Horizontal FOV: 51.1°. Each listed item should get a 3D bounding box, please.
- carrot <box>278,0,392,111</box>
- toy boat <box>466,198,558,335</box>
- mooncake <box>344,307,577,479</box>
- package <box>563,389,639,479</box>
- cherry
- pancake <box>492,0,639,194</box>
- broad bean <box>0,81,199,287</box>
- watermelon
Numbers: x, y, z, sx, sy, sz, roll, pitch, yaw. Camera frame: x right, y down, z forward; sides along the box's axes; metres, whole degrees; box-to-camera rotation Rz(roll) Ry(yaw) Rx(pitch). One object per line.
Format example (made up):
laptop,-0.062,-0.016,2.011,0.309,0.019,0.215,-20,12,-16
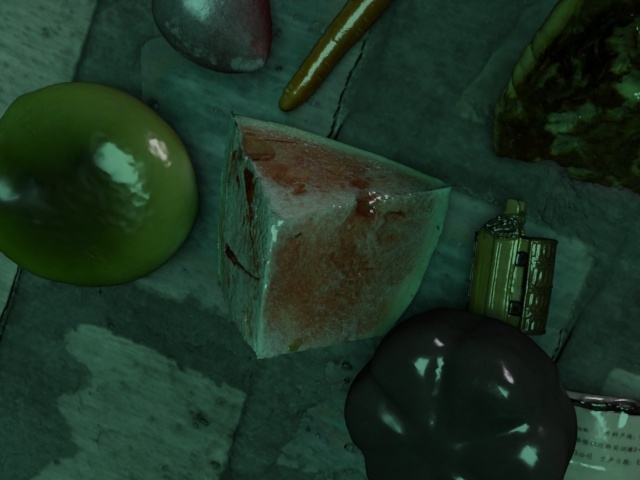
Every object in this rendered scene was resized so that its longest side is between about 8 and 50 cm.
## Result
carrot,0.034,-0.243,0.754,0.043,0.043,0.248,40,102,1
toy boat,0.212,0.067,0.750,0.088,0.068,0.226,8,96,26
mooncake,0.142,0.193,0.711,0.244,0.133,0.245,9,109,29
package,0.275,0.271,0.779,0.250,0.062,0.204,7,95,13
cherry,-0.090,-0.270,0.731,0.188,0.115,0.148,-39,72,5
pancake,0.360,-0.165,0.598,0.304,0.427,0.067,24,57,-11
broad bean,-0.284,-0.064,0.776,0.290,0.119,0.238,5,98,6
watermelon,0.000,0.000,0.709,0.261,0.201,0.213,12,108,2
